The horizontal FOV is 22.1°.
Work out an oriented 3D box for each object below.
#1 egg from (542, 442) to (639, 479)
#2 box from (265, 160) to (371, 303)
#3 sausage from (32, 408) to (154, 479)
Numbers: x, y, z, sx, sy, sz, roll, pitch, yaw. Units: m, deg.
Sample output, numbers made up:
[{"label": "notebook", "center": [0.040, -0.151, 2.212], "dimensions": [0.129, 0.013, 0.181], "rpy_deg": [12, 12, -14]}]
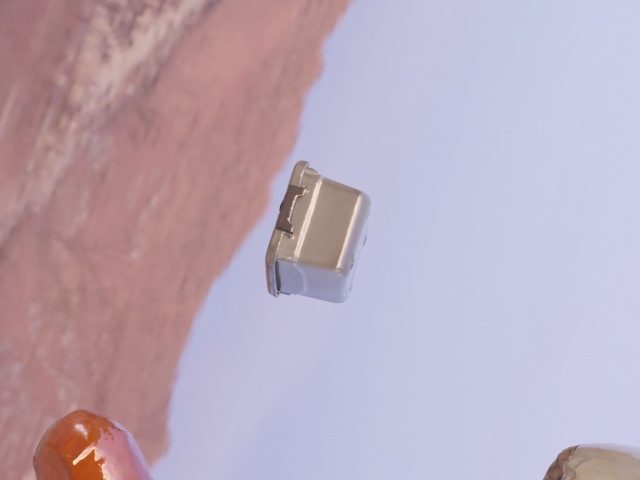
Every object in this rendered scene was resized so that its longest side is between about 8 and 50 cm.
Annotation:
[{"label": "egg", "center": [0.317, 0.347, 1.501], "dimensions": [0.278, 0.336, 0.278], "rpy_deg": [-56, 169, -16]}, {"label": "box", "center": [0.000, 0.000, 1.776], "dimensions": [0.172, 0.092, 0.124], "rpy_deg": [91, 16, -75]}, {"label": "sausage", "center": [-0.316, 0.370, 2.354], "dimensions": [0.153, 0.141, 0.268], "rpy_deg": [-38, -109, 39]}]
